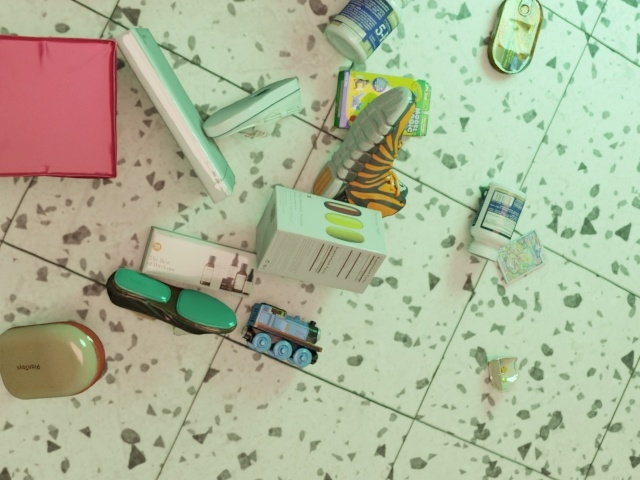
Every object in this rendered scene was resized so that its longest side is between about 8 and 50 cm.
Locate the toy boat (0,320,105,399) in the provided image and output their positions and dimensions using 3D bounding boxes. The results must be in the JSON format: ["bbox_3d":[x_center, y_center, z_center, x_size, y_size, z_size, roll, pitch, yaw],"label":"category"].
[{"bbox_3d":[-0.522,0.228,1.775,0.231,0.151,0.151,-8,100,27],"label":"toy boat"}]

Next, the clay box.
[{"bbox_3d":[0.145,-0.300,1.960,0.222,0.053,0.127,3,96,-15],"label":"clay box"}]

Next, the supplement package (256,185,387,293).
[{"bbox_3d":[0.000,0.000,1.879,0.244,0.139,0.134,13,133,-17],"label":"supplement package"}]

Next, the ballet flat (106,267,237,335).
[{"bbox_3d":[-0.312,0.139,1.852,0.280,0.095,0.096,24,133,-8],"label":"ballet flat"}]

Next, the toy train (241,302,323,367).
[{"bbox_3d":[-0.079,0.207,1.932,0.184,0.080,0.105,23,83,-17],"label":"toy train"}]

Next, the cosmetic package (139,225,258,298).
[{"bbox_3d":[-0.251,0.047,1.874,0.239,0.060,0.099,15,90,-17],"label":"cosmetic package"}]

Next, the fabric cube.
[{"bbox_3d":[-0.513,-0.244,1.668,0.259,0.258,0.254,0,94,-16],"label":"fabric cube"}]

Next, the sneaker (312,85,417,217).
[{"bbox_3d":[0.138,-0.175,1.913,0.180,0.125,0.321,26,120,-26],"label":"sneaker"}]

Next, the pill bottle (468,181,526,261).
[{"bbox_3d":[0.401,-0.041,2.038,0.094,0.094,0.169,22,89,-17],"label":"pill bottle"}]

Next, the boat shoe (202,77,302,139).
[{"bbox_3d":[-0.131,-0.253,1.828,0.267,0.096,0.088,-41,120,-46],"label":"boat shoe"}]

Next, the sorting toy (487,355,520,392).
[{"bbox_3d":[0.442,0.309,2.114,0.075,0.045,0.083,-12,98,-22],"label":"sorting toy"}]

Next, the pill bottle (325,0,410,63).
[{"bbox_3d":[0.109,-0.481,1.901,0.112,0.112,0.187,43,84,-16],"label":"pill bottle"}]

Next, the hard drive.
[{"bbox_3d":[-0.277,-0.251,1.748,0.047,0.233,0.353,-30,103,3],"label":"hard drive"}]

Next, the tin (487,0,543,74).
[{"bbox_3d":[0.446,-0.475,2.041,0.106,0.040,0.190,17,90,-21],"label":"tin"}]

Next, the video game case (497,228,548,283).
[{"bbox_3d":[0.477,0.038,2.111,0.122,0.011,0.087,-27,102,-12],"label":"video game case"}]
